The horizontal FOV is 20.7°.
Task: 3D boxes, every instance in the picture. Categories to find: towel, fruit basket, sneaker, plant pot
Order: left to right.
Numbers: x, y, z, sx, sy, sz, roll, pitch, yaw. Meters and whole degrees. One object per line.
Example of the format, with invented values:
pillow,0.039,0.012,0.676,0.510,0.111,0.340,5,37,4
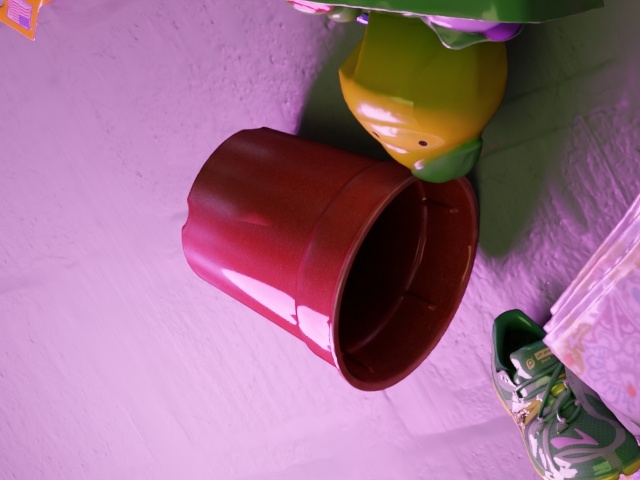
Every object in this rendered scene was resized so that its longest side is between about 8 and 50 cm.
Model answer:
plant pot,0.000,0.000,2.043,0.265,0.272,0.272,24,129,33
fruit basket,0.085,-0.225,1.766,0.392,0.283,0.392,6,103,28
sneaker,0.257,0.177,1.958,0.295,0.109,0.123,51,165,56
towel,0.431,0.112,1.780,0.374,0.090,0.320,40,142,9

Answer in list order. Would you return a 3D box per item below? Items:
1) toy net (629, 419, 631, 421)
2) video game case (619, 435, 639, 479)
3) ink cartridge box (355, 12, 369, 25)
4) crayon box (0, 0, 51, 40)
toy net,0.327,0.093,1.952,0.122,0.045,0.232,-116,20,-48
video game case,0.364,0.291,2.113,0.087,0.011,0.122,-7,112,39
ink cartridge box,0.079,-0.374,1.870,0.186,0.065,0.311,22,126,21
crayon box,-0.380,-0.434,2.150,0.203,0.083,0.323,32,130,16
